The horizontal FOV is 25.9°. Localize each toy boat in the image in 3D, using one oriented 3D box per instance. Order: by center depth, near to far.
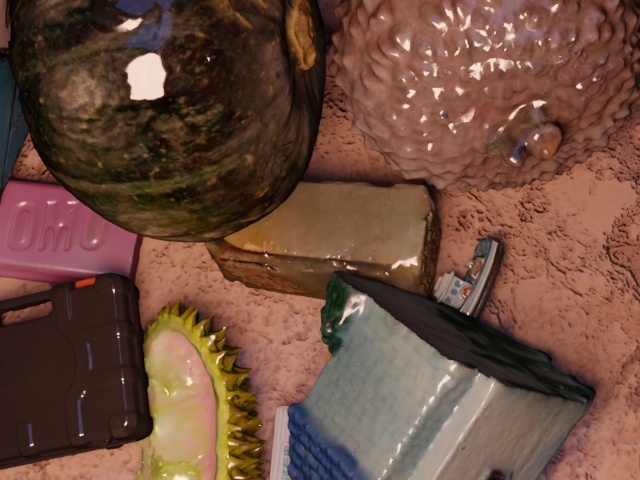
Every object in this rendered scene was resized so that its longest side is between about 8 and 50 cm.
[{"bbox_3d":[0.179,0.056,1.736,0.066,0.059,0.140,25,76,-7],"label":"toy boat"}]

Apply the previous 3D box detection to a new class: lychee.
[{"bbox_3d":[0.196,-0.249,1.677,0.380,0.380,0.432,-13,51,-4],"label":"lychee"}]

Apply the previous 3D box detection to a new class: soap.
[{"bbox_3d":[-0.326,-0.007,1.749,0.203,0.065,0.122,6,73,2],"label":"soap"}]

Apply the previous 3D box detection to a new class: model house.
[{"bbox_3d":[0.105,0.251,1.592,0.251,0.295,0.329,31,99,43],"label":"model house"}]

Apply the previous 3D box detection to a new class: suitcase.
[{"bbox_3d":[-0.344,0.163,1.657,0.285,0.066,0.206,-12,72,14],"label":"suitcase"}]

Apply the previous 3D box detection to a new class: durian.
[{"bbox_3d":[-0.150,0.241,1.632,0.169,0.158,0.352,-4,76,4],"label":"durian"}]

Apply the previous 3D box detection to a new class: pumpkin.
[{"bbox_3d":[-0.172,-0.216,1.566,0.343,0.454,0.455,-6,72,13],"label":"pumpkin"}]

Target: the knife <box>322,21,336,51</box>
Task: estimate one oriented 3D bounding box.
[{"bbox_3d":[-0.082,-0.340,1.861,0.278,0.053,0.123,39,72,10],"label":"knife"}]

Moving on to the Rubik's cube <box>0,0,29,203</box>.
[{"bbox_3d":[-0.493,-0.249,1.672,0.310,0.305,0.307,10,56,6],"label":"Rubik's cube"}]

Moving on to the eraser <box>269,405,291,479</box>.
[{"bbox_3d":[-0.016,0.313,1.660,0.095,0.052,0.225,5,73,-1],"label":"eraser"}]

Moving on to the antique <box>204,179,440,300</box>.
[{"bbox_3d":[0.000,0.000,1.725,0.284,0.150,0.125,7,69,10],"label":"antique"}]
